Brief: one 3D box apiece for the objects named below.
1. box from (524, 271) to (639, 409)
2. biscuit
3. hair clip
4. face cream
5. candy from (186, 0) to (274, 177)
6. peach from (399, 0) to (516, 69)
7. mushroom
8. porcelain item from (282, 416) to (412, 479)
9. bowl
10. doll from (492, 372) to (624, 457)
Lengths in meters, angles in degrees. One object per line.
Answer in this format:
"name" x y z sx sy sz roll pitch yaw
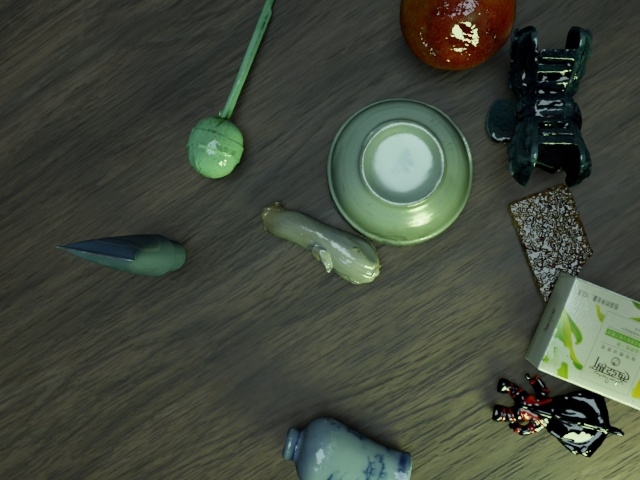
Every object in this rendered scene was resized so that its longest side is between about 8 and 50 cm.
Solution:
"box" 0.564 0.200 1.365 0.260 0.111 0.195 21 93 -1
"biscuit" 0.483 0.012 1.428 0.131 0.026 0.237 -20 86 8
"hair clip" 0.437 -0.251 1.348 0.194 0.206 0.310 4 85 2
"face cream" -0.354 0.027 1.351 0.135 0.385 0.086 10 89 8
"candy" -0.173 -0.343 1.486 0.119 0.119 0.440 18 85 7
"peach" 0.266 -0.448 1.359 0.230 0.231 0.231 0 90 7
"mushroom" 0.001 0.000 1.452 0.278 0.096 0.099 28 91 7
"porcelain item" 0.052 0.445 1.429 0.259 0.141 0.141 14 91 -1
"bowl" 0.159 -0.144 1.408 0.307 0.163 0.307 0 87 5
"doll" 0.476 0.348 1.403 0.248 0.088 0.127 9 111 16
